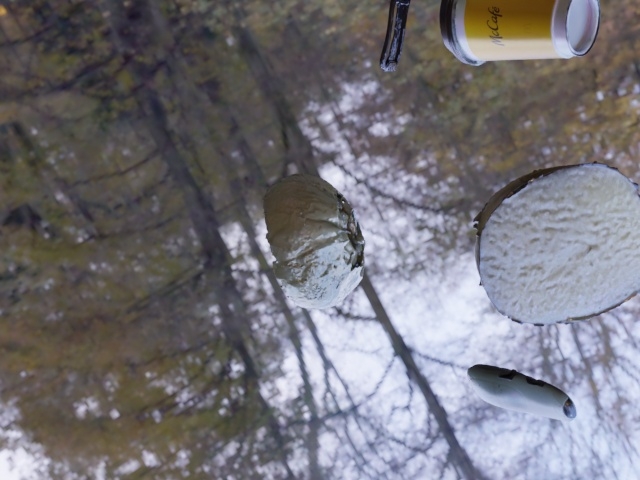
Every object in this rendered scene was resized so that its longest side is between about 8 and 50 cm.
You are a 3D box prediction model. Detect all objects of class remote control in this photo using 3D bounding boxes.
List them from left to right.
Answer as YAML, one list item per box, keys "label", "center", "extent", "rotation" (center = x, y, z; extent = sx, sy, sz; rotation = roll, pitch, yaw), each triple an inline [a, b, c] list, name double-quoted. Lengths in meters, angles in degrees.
- label: "remote control"
  center: [0.364, 0.282, 1.967]
  extent: [0.045, 0.097, 0.256]
  rotation: [-42, -153, -28]

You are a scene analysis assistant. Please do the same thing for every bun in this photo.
- label: "bun"
  center: [0.000, 0.000, 1.953]
  extent: [0.152, 0.259, 0.259]
  rotation: [-12, -157, 12]

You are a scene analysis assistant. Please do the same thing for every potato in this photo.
- label: "potato"
  center: [0.250, -0.011, 1.136]
  extent: [0.202, 0.182, 0.117]
  rotation: [-18, -156, -3]

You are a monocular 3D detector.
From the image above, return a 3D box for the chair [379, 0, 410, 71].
- label: "chair"
  center: [0.094, -0.396, 1.701]
  extent: [0.113, 0.229, 0.106]
  rotation: [21, -164, 16]

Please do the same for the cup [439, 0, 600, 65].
- label: "cup"
  center: [0.376, -0.423, 2.028]
  extent: [0.280, 0.196, 0.196]
  rotation: [15, -136, 39]
